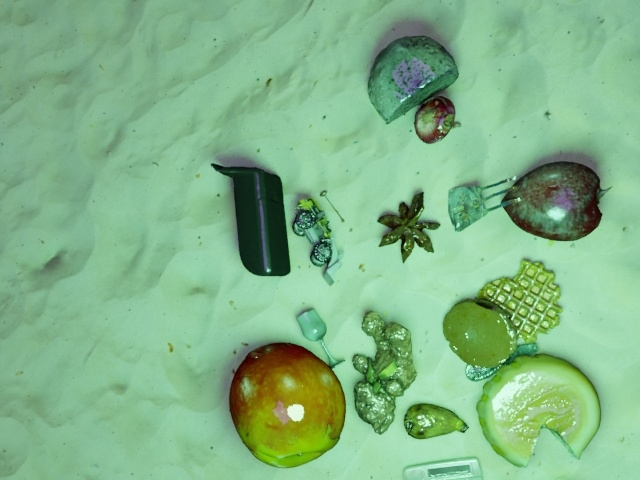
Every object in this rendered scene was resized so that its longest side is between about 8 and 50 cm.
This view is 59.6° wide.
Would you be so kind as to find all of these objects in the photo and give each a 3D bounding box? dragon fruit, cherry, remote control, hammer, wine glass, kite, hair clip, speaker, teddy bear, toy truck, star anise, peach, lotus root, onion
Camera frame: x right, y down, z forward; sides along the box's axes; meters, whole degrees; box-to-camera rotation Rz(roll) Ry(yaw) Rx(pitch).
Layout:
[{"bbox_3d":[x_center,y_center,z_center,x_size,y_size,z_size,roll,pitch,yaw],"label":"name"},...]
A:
[{"bbox_3d":[0.261,-0.520,1.705,0.283,0.221,0.203,-33,86,11],"label":"dragon fruit"},{"bbox_3d":[0.671,-0.111,1.601,0.301,0.203,0.230,-2,88,26],"label":"cherry"},{"bbox_3d":[0.369,0.711,1.686,0.231,0.049,0.090,-11,84,12],"label":"remote control"},{"bbox_3d":[0.041,-0.110,1.827,0.029,0.014,0.122,-38,83,16],"label":"hammer"},{"bbox_3d":[-0.001,0.315,1.775,0.079,0.079,0.195,-32,81,8],"label":"wine glass"},{"bbox_3d":[0.478,-0.117,1.663,0.245,0.015,0.141,-21,73,46],"label":"kite"},{"bbox_3d":[0.543,0.361,1.678,0.229,0.036,0.066,-28,75,16],"label":"hair clip"},{"bbox_3d":[-0.223,-0.068,1.804,0.184,0.180,0.387,-9,84,18],"label":"speaker"},{"bbox_3d":[0.166,0.389,1.670,0.223,0.246,0.296,-34,118,-21],"label":"teddy bear"},{"bbox_3d":[0.000,0.000,1.771,0.111,0.136,0.285,-26,82,-12],"label":"toy truck"},{"bbox_3d":[0.270,-0.037,1.733,0.196,0.111,0.212,-9,92,18],"label":"star anise"},{"bbox_3d":[-0.100,0.475,1.664,0.371,0.370,0.369,-1,86,12],"label":"peach"},{"bbox_3d":[0.346,0.548,1.685,0.191,0.094,0.108,0,110,4],"label":"lotus root"},{"bbox_3d":[0.376,-0.367,1.735,0.150,0.140,0.149,-20,66,52],"label":"onion"}]

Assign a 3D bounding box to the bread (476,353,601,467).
[{"bbox_3d":[0.614,0.474,1.594,0.333,0.160,0.332,-1,86,10],"label":"bread"}]

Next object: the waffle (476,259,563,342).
[{"bbox_3d":[0.586,0.183,1.671,0.254,0.056,0.248,-3,86,14],"label":"waffle"}]

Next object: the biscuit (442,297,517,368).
[{"bbox_3d":[0.472,0.276,1.657,0.226,0.042,0.225,9,106,34],"label":"biscuit"}]
